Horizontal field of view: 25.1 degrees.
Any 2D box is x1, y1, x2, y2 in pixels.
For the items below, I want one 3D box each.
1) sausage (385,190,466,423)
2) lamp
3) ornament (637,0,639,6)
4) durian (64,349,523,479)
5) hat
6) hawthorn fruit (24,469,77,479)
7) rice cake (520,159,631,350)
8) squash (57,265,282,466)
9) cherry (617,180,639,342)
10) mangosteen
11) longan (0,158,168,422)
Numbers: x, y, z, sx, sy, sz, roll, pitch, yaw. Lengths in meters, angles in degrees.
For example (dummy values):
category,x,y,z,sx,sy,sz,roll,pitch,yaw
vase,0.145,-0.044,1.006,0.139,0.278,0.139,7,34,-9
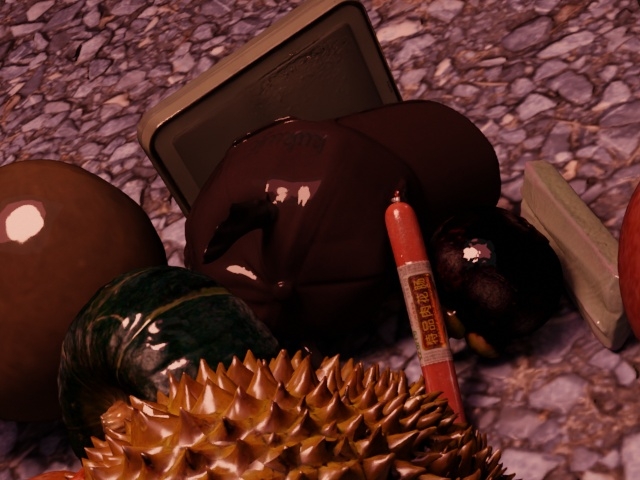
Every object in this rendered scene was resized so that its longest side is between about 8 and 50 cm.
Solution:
category,x,y,z,sx,sy,sz,roll,pitch,yaw
sausage,0.097,0.076,1.318,0.034,0.034,0.253,-17,78,16
lamp,-0.033,-0.101,1.516,0.266,0.269,0.047,-36,46,-9
ornament,0.344,-0.347,1.584,0.080,0.236,0.202,-26,36,14
durian,-0.036,0.254,1.052,0.384,0.348,0.347,-45,40,-16
hat,0.024,0.009,1.395,0.336,0.238,0.209,-14,37,4
hawthorn fruit,-0.219,0.286,1.231,0.157,0.157,0.194,-42,24,-16
rice cake,0.245,0.009,1.373,0.042,0.080,0.222,-7,35,-15
squash,-0.130,0.147,1.308,0.165,0.252,0.252,-30,32,-35
cherry,0.368,0.026,1.161,0.261,0.221,0.307,-16,53,31
mangosteen,0.153,0.044,1.356,0.151,0.137,0.137,-52,36,11
longan,-0.287,0.057,1.480,0.300,0.300,0.243,-37,45,-10
